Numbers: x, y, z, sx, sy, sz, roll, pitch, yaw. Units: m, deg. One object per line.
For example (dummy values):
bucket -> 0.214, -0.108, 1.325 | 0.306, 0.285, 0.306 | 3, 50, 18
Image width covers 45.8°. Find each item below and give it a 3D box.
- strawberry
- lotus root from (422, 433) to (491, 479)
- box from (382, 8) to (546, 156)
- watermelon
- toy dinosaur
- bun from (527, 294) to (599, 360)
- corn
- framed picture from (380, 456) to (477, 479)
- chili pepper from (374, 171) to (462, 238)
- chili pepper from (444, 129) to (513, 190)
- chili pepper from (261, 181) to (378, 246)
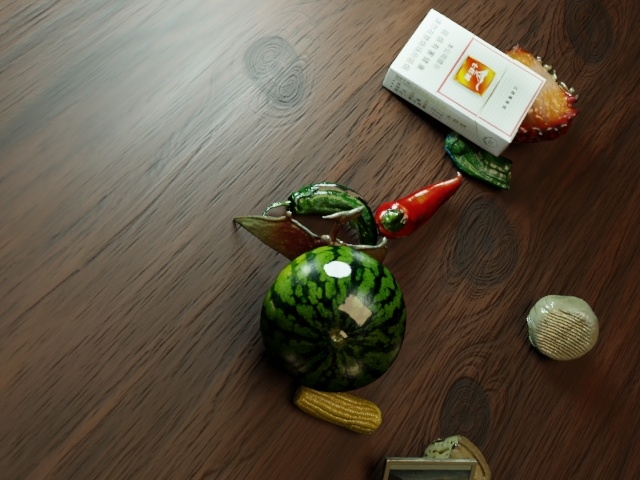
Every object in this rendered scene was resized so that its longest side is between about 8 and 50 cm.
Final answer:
strawberry -> 0.513, -0.328, 1.953 | 0.253, 0.150, 0.280 | 31, 70, -2
lotus root -> 0.281, 0.494, 1.640 | 0.159, 0.095, 0.135 | -43, 107, 7
box -> 0.345, -0.377, 1.813 | 0.330, 0.095, 0.210 | 34, 69, 2
watermelon -> 0.024, 0.152, 1.460 | 0.285, 0.285, 0.285 | 8, 75, -30
toy dinosaur -> -0.009, 0.006, 1.581 | 0.328, 0.113, 0.206 | -8, 121, -13
bun -> 0.598, 0.207, 1.889 | 0.173, 0.167, 0.113 | 55, 15, -17
corn -> 0.036, 0.342, 1.551 | 0.203, 0.072, 0.072 | 24, 67, -23
framed picture -> 0.219, 0.520, 1.578 | 0.203, 0.015, 0.150 | 6, 105, -14
chili pepper -> 0.204, -0.076, 1.701 | 0.092, 0.137, 0.368 | 45, 32, 7
chili pepper -> 0.402, -0.198, 1.900 | 0.224, 0.061, 0.098 | 31, 76, -26
chili pepper -> 0.013, -0.066, 1.634 | 0.279, 0.065, 0.122 | 17, 90, -21
